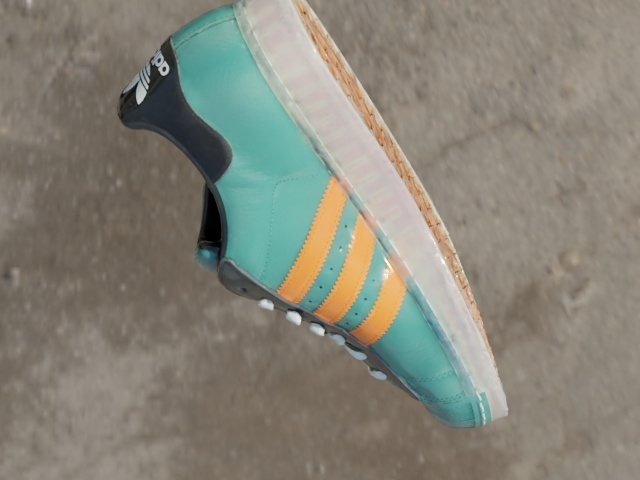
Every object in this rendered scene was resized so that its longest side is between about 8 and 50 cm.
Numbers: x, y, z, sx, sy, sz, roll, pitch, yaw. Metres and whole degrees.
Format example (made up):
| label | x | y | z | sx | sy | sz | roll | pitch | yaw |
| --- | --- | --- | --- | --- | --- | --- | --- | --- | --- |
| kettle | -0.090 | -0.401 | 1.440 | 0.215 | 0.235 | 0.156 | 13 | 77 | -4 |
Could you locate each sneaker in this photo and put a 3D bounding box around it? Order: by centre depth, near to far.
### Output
| label | x | y | z | sx | sy | sz | roll | pitch | yaw |
| --- | --- | --- | --- | --- | --- | --- | --- | --- | --- |
| sneaker | 0.000 | 0.000 | 0.985 | 0.121 | 0.108 | 0.302 | -27 | 118 | 10 |
